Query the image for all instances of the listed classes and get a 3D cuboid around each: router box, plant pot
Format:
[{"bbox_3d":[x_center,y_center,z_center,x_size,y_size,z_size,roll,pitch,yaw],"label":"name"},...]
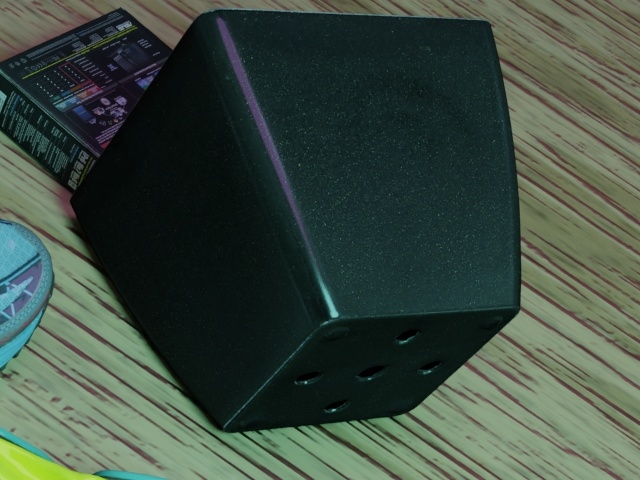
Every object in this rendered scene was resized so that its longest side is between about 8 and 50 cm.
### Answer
[{"bbox_3d":[-0.128,-0.082,1.147,0.092,0.038,0.122,40,40,14],"label":"router box"},{"bbox_3d":[0.000,0.000,1.038,0.187,0.188,0.167,-2,61,-34],"label":"plant pot"}]

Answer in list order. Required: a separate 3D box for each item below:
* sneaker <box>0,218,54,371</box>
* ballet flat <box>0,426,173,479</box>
[{"bbox_3d":[-0.236,0.011,0.906,0.262,0.125,0.104,-4,49,-34],"label":"sneaker"},{"bbox_3d":[-0.125,0.135,0.894,0.231,0.077,0.077,22,60,-5],"label":"ballet flat"}]
